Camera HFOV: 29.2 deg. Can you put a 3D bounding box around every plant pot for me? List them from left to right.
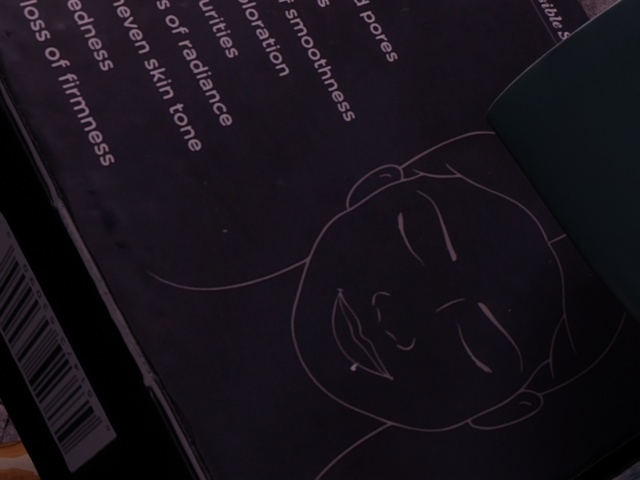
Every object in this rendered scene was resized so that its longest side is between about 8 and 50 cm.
[{"bbox_3d":[0.278,-0.041,0.700,0.293,0.235,0.293,-27,-8,-4],"label":"plant pot"}]

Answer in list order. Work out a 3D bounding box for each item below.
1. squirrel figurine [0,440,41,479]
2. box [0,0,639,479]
[{"bbox_3d":[-0.163,0.238,1.301,0.370,0.281,0.397,-31,-1,-36],"label":"squirrel figurine"},{"bbox_3d":[0.000,0.000,0.929,0.471,0.480,0.297,-23,-9,-32],"label":"box"}]
